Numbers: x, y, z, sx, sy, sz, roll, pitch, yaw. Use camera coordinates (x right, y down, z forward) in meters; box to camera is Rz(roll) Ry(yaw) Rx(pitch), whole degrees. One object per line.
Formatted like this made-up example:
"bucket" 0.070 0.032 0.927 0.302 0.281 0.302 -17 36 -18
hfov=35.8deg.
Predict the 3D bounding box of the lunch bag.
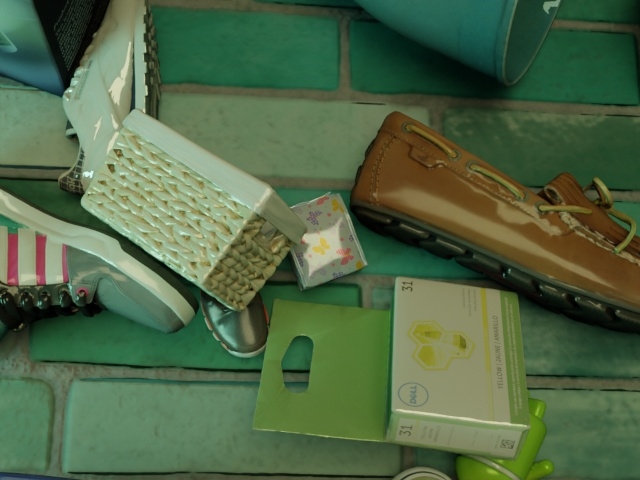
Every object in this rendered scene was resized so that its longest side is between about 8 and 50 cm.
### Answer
"lunch bag" 0.000 0.000 0.984 0.071 0.053 0.083 -21 87 -9

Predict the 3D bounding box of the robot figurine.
"robot figurine" 0.170 0.195 0.936 0.101 0.067 0.115 38 71 -25

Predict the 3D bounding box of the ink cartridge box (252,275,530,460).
"ink cartridge box" 0.066 0.108 0.911 0.235 0.056 0.171 8 41 0

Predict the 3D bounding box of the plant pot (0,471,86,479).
"plant pot" -0.157 0.321 0.794 0.236 0.212 0.236 9 74 -4

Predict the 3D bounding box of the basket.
"basket" -0.115 -0.024 0.889 0.167 0.113 0.103 31 83 23

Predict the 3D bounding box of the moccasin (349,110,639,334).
"moccasin" 0.221 -0.015 0.975 0.380 0.139 0.147 24 82 11

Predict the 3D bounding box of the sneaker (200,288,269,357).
"sneaker" -0.091 0.036 0.957 0.061 0.065 0.158 -18 76 -11

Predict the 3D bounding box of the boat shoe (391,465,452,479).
"boat shoe" 0.065 0.347 0.869 0.109 0.094 0.302 19 73 0

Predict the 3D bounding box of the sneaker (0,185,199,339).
"sneaker" -0.275 0.060 0.900 0.295 0.124 0.178 23 68 9

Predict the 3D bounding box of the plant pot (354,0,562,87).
"plant pot" 0.119 -0.325 0.990 0.255 0.272 0.272 23 73 16

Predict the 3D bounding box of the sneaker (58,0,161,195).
"sneaker" -0.211 -0.157 0.994 0.094 0.090 0.235 -1 73 4

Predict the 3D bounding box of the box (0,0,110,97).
"box" -0.354 -0.297 0.897 0.296 0.294 0.183 19 76 -2
